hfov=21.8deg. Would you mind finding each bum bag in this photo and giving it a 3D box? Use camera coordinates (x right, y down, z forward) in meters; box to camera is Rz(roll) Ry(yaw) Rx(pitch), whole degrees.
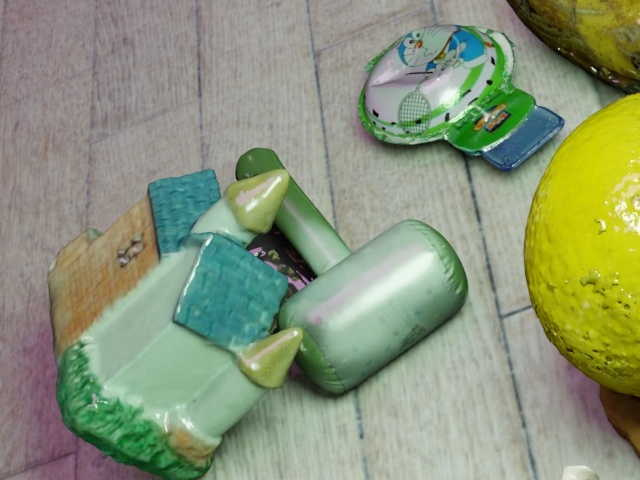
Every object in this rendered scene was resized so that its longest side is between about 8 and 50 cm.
[{"bbox_3d":[-0.070,0.028,1.920,0.102,0.069,0.248,-27,40,-21],"label":"bum bag"}]

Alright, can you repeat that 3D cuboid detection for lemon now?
[{"bbox_3d":[0.310,-0.002,1.470,0.257,0.258,0.310,-4,41,30],"label":"lemon"}]

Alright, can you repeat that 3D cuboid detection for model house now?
[{"bbox_3d":[-0.113,0.053,1.746,0.325,0.194,0.267,-44,35,23],"label":"model house"}]

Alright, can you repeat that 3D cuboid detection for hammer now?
[{"bbox_3d":[0.000,0.000,1.822,0.206,0.119,0.335,-35,55,-7],"label":"hammer"}]

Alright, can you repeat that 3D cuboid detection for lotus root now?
[{"bbox_3d":[0.339,-0.284,1.890,0.196,0.179,0.397,-51,42,6],"label":"lotus root"}]

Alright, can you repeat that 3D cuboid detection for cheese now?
[{"bbox_3d":[0.161,-0.172,1.969,0.204,0.083,0.320,-40,39,-10],"label":"cheese"}]

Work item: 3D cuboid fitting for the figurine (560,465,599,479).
[{"bbox_3d":[0.284,0.261,1.434,0.195,0.111,0.102,-3,46,45],"label":"figurine"}]

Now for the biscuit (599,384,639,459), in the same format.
[{"bbox_3d":[0.477,0.075,1.528,0.349,0.078,0.455,20,61,39],"label":"biscuit"}]
